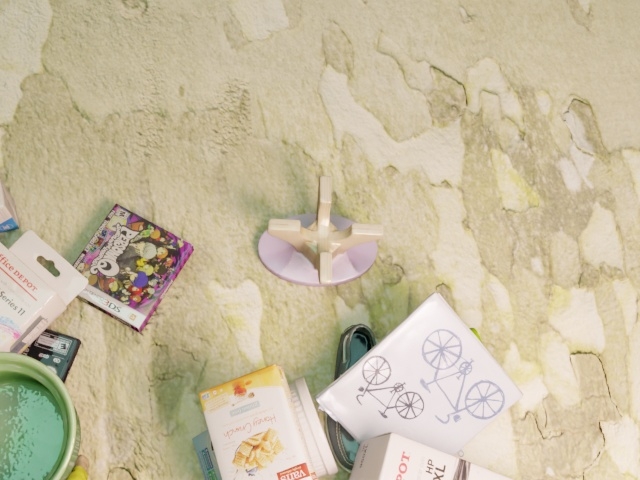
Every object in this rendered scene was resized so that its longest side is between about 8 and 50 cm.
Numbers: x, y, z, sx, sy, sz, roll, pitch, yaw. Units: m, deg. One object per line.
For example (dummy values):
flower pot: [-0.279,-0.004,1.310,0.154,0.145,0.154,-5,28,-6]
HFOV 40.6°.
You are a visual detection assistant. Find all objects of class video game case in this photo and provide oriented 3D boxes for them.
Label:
video game case: [-0.687,0.288,1.845,0.275,0.035,0.248,17,68,1]
video game case: [-0.434,0.059,1.951,0.210,0.042,0.232,28,69,6]

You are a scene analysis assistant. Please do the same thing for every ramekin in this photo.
ramekin: [-0.605,0.374,1.647,0.303,0.148,0.303,1,72,-4]
ramekin: [-0.049,0.393,1.769,0.109,0.207,0.207,-20,71,-3]

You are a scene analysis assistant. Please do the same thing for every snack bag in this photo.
snack bag: [0.209,0.325,1.797,0.342,0.037,0.323,-42,107,0]

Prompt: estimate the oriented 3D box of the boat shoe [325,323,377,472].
boat shoe: [0.076,0.332,1.854,0.116,0.099,0.319,6,69,-4]

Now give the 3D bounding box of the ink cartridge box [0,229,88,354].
ink cartridge box: [-0.687,0.136,1.819,0.207,0.119,0.353,38,71,10]

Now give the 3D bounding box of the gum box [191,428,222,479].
gum box: [-0.173,0.442,1.754,0.041,0.184,0.157,0,62,-47]

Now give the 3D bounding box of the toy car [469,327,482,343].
toy car: [0.280,0.295,1.893,0.155,0.149,0.188,-20,100,-8]

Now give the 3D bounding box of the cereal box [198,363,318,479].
cereal box: [-0.121,0.379,1.661,0.173,0.047,0.240,-23,72,10]

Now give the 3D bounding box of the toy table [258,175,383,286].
toy table: [0.000,0.000,1.948,0.274,0.161,0.252,-9,70,-9]

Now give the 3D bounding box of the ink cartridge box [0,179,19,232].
ink cartridge box: [-0.804,-0.056,1.917,0.231,0.134,0.078,-14,71,-9]

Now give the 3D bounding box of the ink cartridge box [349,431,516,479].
ink cartridge box: [0.242,0.578,1.683,0.395,0.166,0.285,23,65,-10]

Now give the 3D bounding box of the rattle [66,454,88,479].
rattle: [-0.541,0.533,1.762,0.199,0.143,0.130,-31,41,0]
